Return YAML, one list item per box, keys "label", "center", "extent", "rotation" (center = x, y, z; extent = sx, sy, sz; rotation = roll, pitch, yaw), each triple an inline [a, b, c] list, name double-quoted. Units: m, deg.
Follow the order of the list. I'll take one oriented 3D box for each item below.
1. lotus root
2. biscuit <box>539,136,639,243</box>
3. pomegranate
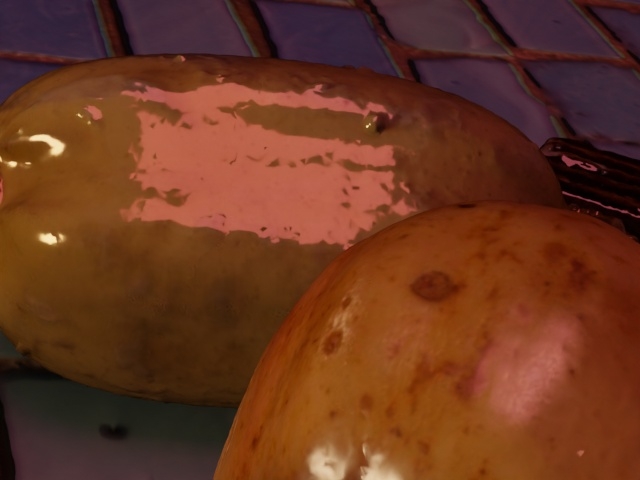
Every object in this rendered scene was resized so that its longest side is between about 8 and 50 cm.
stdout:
- label: "lotus root"
  center: [0.000, 0.000, 0.736]
  extent: [0.343, 0.151, 0.169]
  rotation: [5, 69, -9]
- label: "biscuit"
  center: [0.216, 0.034, 0.809]
  extent: [0.252, 0.106, 0.070]
  rotation: [18, 31, 13]
- label: "pomegranate"
  center: [0.055, 0.100, 0.543]
  extent: [0.215, 0.215, 0.215]
  rotation: [9, 29, -5]
